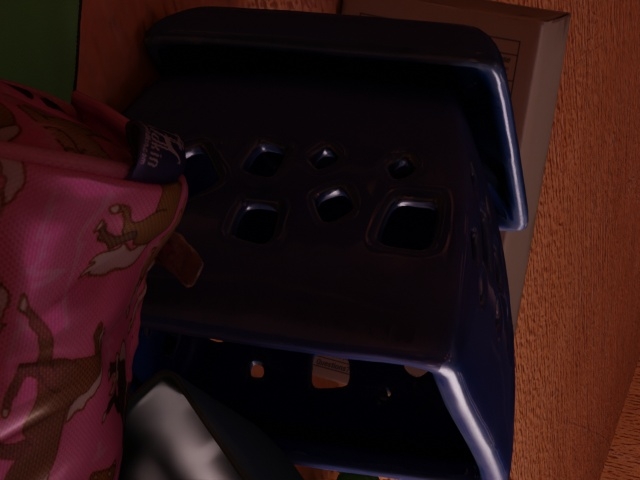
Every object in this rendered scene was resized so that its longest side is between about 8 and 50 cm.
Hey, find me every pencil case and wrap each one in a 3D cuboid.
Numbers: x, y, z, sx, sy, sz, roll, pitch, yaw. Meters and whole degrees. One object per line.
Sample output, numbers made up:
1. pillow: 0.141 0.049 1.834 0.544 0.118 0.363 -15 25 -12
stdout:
1. pencil case: -0.154 0.127 0.581 0.160 0.167 0.386 -98 -161 -81

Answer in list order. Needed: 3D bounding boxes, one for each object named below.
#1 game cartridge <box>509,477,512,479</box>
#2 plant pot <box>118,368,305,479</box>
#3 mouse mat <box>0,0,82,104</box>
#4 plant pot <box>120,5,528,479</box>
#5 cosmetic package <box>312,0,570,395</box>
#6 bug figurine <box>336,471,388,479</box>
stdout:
1. game cartridge: 0.143 0.196 1.321 0.285 0.052 0.324 60 10 -63
2. plant pot: -0.052 0.203 0.788 0.165 0.166 0.234 -41 155 5
3. mouse mat: -0.151 -0.106 0.661 0.152 0.007 0.190 -33 131 -63
4. plant pot: 0.000 0.000 0.824 0.236 0.236 0.212 64 37 -61
5. cosmetic package: 0.086 -0.036 1.130 0.113 0.160 0.309 -27 129 -66
6. bug figurine: 0.034 0.287 1.323 0.216 0.072 0.279 21 83 -70
